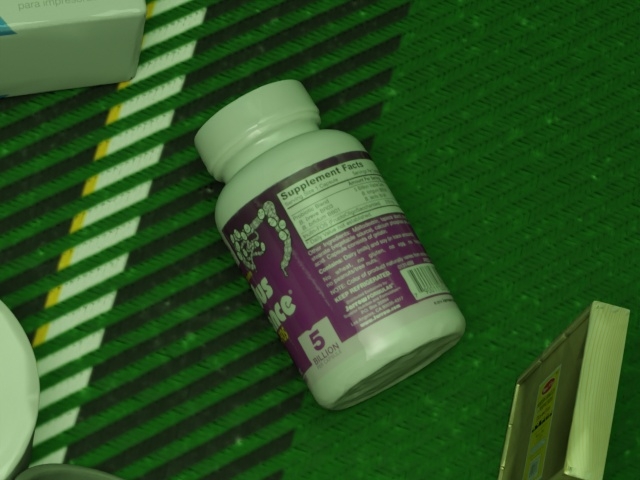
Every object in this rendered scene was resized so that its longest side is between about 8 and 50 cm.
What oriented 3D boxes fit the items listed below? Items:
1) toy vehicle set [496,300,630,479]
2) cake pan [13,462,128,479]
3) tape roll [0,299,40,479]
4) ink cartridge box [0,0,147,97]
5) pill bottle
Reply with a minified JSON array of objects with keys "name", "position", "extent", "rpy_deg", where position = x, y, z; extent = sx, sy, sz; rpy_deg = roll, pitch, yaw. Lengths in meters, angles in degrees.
[{"name":"toy vehicle set","position":[0.220,0.175,1.816],"extent":[0.035,0.267,0.166],"rpy_deg":[15,69,-5]},{"name":"cake pan","position":[-0.158,0.306,1.711],"extent":[0.293,0.293,0.054],"rpy_deg":[34,103,3]},{"name":"tape roll","position":[-0.380,0.160,1.759],"extent":[0.246,0.169,0.246],"rpy_deg":[3,69,-9]},{"name":"ink cartridge box","position":[-0.357,-0.351,1.956],"extent":[0.285,0.166,0.395],"rpy_deg":[-9,71,-15]},{"name":"pill bottle","position":[0.000,0.000,1.892],"extent":[0.169,0.169,0.301],"rpy_deg":[-26,76,-19]}]
